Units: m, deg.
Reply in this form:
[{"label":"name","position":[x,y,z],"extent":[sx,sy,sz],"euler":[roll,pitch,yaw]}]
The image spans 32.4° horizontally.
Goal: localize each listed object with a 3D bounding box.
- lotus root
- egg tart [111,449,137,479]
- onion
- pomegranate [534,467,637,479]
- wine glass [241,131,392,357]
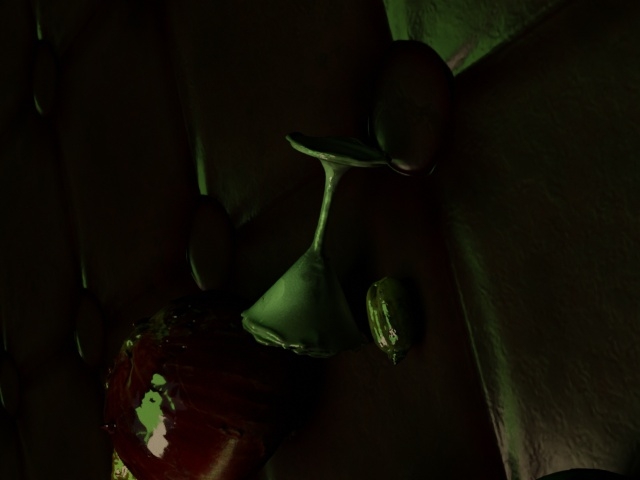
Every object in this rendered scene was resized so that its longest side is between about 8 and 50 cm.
[{"label":"lotus root","position":[0.080,0.089,1.218],"extent":[0.054,0.049,0.099],"euler":[-22,75,46]},{"label":"egg tart","position":[-0.215,0.347,1.627],"extent":[0.290,0.115,0.290],"euler":[3,94,56]},{"label":"onion","position":[-0.147,0.193,1.406],"extent":[0.276,0.276,0.276],"euler":[9,101,55]},{"label":"pomegranate","position":[0.231,0.303,0.918],"extent":[0.211,0.211,0.263],"euler":[62,180,31]},{"label":"wine glass","position":[0.000,0.000,1.255],"extent":[0.156,0.156,0.232],"euler":[31,114,50]}]
